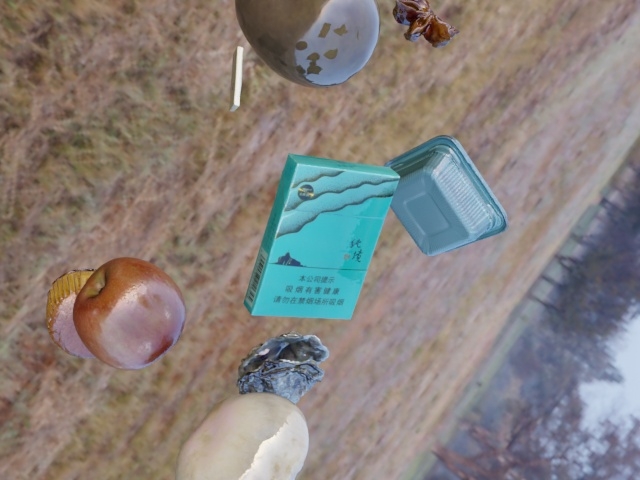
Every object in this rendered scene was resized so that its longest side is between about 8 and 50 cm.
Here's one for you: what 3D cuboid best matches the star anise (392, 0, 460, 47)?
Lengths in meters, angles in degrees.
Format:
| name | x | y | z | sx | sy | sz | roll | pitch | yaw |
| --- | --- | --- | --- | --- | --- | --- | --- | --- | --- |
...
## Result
| name | x | y | z | sx | sy | sz | roll | pitch | yaw |
| --- | --- | --- | --- | --- | --- | --- | --- | --- | --- |
| star anise | 0.256 | -0.547 | 2.415 | 0.111 | 0.212 | 0.196 | -39 | -147 | 16 |

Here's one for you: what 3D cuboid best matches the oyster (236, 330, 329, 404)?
| name | x | y | z | sx | sy | sz | roll | pitch | yaw |
| --- | --- | --- | --- | --- | --- | --- | --- | --- | --- |
| oyster | -0.103 | 0.290 | 2.067 | 0.158 | 0.162 | 0.351 | -61 | -171 | -30 |

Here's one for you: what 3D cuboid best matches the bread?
| name | x | y | z | sx | sy | sz | roll | pitch | yaw |
| --- | --- | --- | --- | --- | --- | --- | --- | --- | --- |
| bread | -0.514 | 0.166 | 2.136 | 0.199 | 0.199 | 0.104 | -56 | -149 | 20 |

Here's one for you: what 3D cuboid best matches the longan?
| name | x | y | z | sx | sy | sz | roll | pitch | yaw |
| --- | --- | --- | --- | --- | --- | --- | --- | --- | --- |
| longan | -0.023 | -0.439 | 1.857 | 0.243 | 0.300 | 0.300 | -63 | 178 | -35 |

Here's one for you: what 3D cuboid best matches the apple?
| name | x | y | z | sx | sy | sz | roll | pitch | yaw |
| --- | --- | --- | --- | --- | --- | --- | --- | --- | --- |
| apple | -0.315 | 0.121 | 1.581 | 0.181 | 0.168 | 0.181 | -28 | -140 | 26 |

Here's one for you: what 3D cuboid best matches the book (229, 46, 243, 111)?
| name | x | y | z | sx | sy | sz | roll | pitch | yaw |
| --- | --- | --- | --- | --- | --- | --- | --- | --- | --- |
| book | -0.158 | -0.302 | 1.809 | 0.077 | 0.014 | 0.111 | 177 | -84 | -79 |

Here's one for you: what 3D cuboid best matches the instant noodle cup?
| name | x | y | z | sx | sy | sz | roll | pitch | yaw |
| --- | --- | --- | --- | --- | --- | --- | --- | --- | --- |
| instant noodle cup | 0.176 | -0.055 | 1.458 | 0.157 | 0.179 | 0.070 | -24 | -163 | 46 |

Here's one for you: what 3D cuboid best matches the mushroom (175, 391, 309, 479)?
| name | x | y | z | sx | sy | sz | roll | pitch | yaw |
| --- | --- | --- | --- | --- | --- | --- | --- | --- | --- |
| mushroom | -0.123 | 0.410 | 1.740 | 0.260 | 0.234 | 0.254 | -27 | -145 | 25 |

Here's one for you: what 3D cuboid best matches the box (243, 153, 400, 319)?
| name | x | y | z | sx | sy | sz | roll | pitch | yaw |
| --- | --- | --- | --- | --- | --- | --- | --- | --- | --- |
| box | 0.000 | 0.000 | 1.303 | 0.161 | 0.042 | 0.226 | 5 | 115 | -31 |
